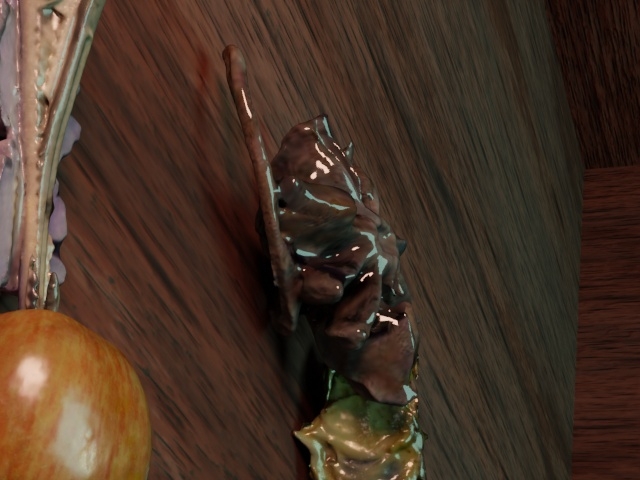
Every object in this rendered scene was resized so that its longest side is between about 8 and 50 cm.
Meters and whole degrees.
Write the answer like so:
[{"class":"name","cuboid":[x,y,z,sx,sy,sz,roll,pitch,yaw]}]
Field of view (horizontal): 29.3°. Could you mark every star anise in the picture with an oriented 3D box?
[{"class":"star anise","cuboid":[0.000,0.000,1.209,0.316,0.139,0.359,5,66,-77]}]

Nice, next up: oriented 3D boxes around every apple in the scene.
[{"class":"apple","cuboid":[-0.164,0.109,0.681,0.146,0.146,0.131,50,52,-58]}]

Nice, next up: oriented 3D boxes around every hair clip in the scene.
[{"class":"hair clip","cuboid":[-0.177,-0.068,0.777,0.106,0.084,0.292,54,39,-79]}]

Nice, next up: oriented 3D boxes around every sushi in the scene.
[{"class":"sushi","cuboid":[0.044,0.250,1.289,0.131,0.139,0.291,38,49,-90]}]
